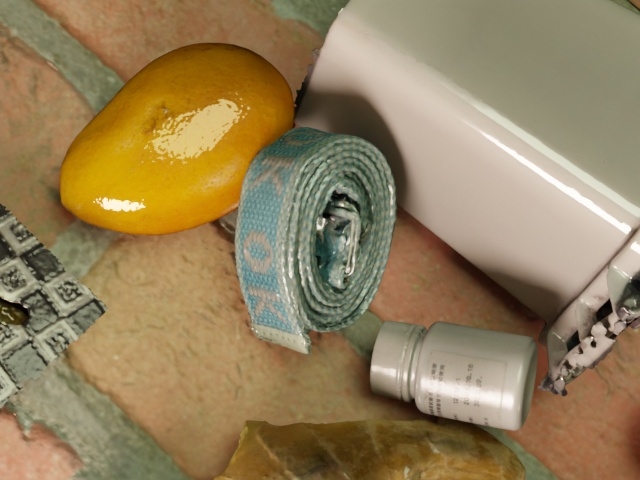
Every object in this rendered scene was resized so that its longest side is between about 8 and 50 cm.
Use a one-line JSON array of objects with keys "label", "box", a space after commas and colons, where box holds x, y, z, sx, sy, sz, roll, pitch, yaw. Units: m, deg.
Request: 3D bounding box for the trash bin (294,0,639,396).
[{"label": "trash bin", "box": [0.170, -0.087, 1.178, 0.368, 0.256, 0.296, 34, 63, 3]}]

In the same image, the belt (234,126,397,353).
[{"label": "belt", "box": [0.000, -0.009, 1.127, 0.148, 0.082, 0.163, -33, 124, -34]}]

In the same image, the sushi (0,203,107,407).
[{"label": "sushi", "box": [-0.283, 0.039, 1.078, 0.201, 0.031, 0.139, 44, 62, 6]}]

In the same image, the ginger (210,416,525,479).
[{"label": "ginger", "box": [0.044, 0.195, 1.098, 0.295, 0.086, 0.131, -1, 36, -25]}]

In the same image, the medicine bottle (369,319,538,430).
[{"label": "medicine bottle", "box": [0.112, 0.110, 1.135, 0.130, 0.080, 0.080, 9, 62, 17]}]

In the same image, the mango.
[{"label": "mango", "box": [-0.120, -0.080, 1.144, 0.219, 0.112, 0.144, -33, 86, -17]}]
